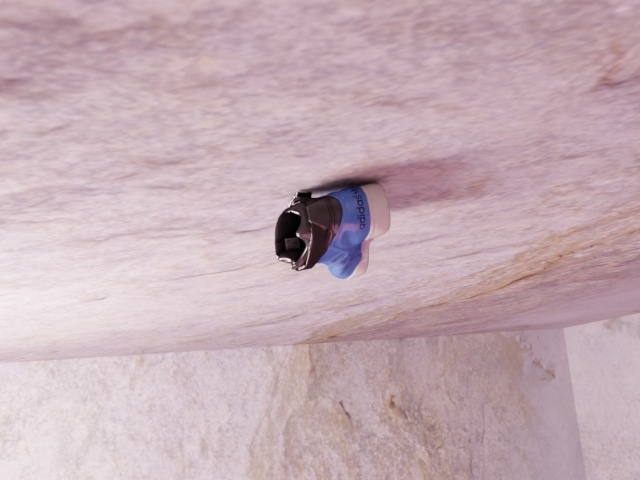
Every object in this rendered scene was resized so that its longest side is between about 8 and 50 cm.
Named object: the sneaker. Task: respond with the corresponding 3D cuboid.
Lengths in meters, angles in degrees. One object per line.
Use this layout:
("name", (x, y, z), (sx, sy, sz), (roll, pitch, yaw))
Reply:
("sneaker", (0.000, -0.001, 0.723), (0.085, 0.058, 0.152), (-9, 166, -12))
